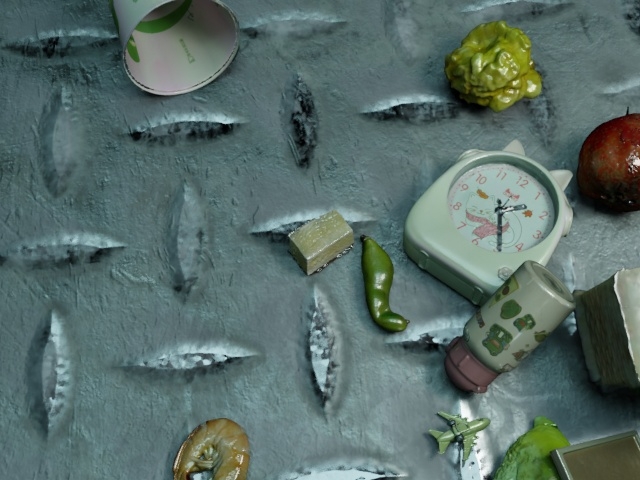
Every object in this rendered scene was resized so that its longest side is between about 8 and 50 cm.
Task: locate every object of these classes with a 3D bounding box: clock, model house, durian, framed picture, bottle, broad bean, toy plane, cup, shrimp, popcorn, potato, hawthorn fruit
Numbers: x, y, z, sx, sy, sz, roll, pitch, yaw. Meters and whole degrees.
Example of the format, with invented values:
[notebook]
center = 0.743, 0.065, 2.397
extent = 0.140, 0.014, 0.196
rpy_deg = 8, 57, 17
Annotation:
[clock]
center = 0.338, -0.044, 1.738
extent = 0.265, 0.108, 0.324
rpy_deg = 36, 70, 18
[model house]
center = 0.594, 0.142, 1.558
extent = 0.299, 0.284, 0.243
rpy_deg = -8, 82, -10
[durian]
center = 0.358, 0.411, 1.520
extent = 0.139, 0.101, 0.250
rpy_deg = 32, 63, 17
[framed picture]
center = 0.509, 0.459, 1.482
extent = 0.211, 0.020, 0.289
rpy_deg = -3, 60, -34
[bottle]
center = 0.317, 0.159, 1.588
extent = 0.253, 0.120, 0.120
rpy_deg = -49, 67, 21
[broad bean]
center = 0.110, 0.077, 1.719
extent = 0.070, 0.048, 0.213
rpy_deg = -15, 64, -2
[toy plane]
center = 0.248, 0.334, 1.596
extent = 0.111, 0.040, 0.102
rpy_deg = -22, 55, -6
[cup]
center = -0.327, -0.483, 1.904
extent = 0.253, 0.253, 0.274
rpy_deg = -22, 59, -9
[shrimp]
center = -0.195, 0.416, 1.563
extent = 0.133, 0.053, 0.236
rpy_deg = 7, 61, 3
[popcorn]
center = 0.352, -0.351, 1.863
extent = 0.198, 0.155, 0.197
rpy_deg = -16, 43, 16
[potato]
center = 0.002, -0.001, 1.754
extent = 0.122, 0.061, 0.086
rpy_deg = -33, 66, -14
[hawthorn fruit]
center = 0.591, -0.173, 1.757
extent = 0.181, 0.181, 0.235
rpy_deg = 13, 65, 8
